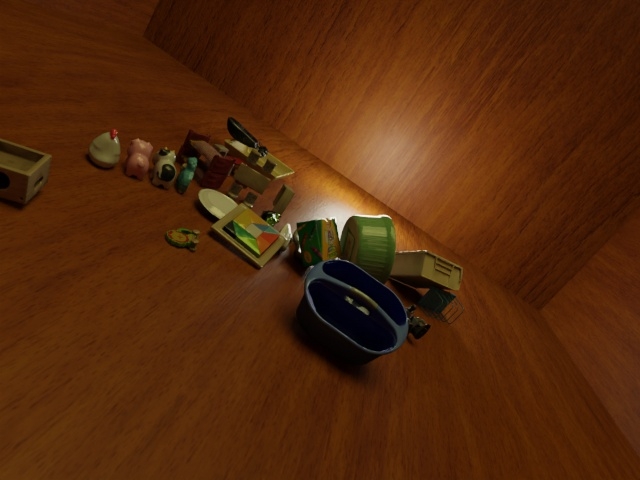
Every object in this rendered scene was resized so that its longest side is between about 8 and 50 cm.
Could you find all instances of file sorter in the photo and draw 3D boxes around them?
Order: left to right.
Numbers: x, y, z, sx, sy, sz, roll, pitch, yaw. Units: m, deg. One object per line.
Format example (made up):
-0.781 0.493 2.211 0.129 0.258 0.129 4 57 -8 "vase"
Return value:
0.569 0.308 2.063 0.170 0.118 0.104 22 25 -32 "file sorter"

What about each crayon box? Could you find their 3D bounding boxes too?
0.000 0.000 1.696 0.278 0.081 0.165 -17 98 -72 "crayon box"

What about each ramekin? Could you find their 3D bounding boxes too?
0.178 0.038 1.786 0.148 0.303 0.303 7 27 -14 "ramekin"

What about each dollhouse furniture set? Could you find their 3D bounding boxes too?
-0.415 -0.337 1.919 0.201 0.152 0.374 43 21 21 "dollhouse furniture set"
-0.239 -0.224 1.812 0.242 0.212 0.161 30 10 -14 "dollhouse furniture set"

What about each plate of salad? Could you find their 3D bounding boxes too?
-0.368 -0.119 1.634 0.200 0.048 0.199 34 21 -15 "plate of salad"

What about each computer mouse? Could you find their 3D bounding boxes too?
-0.398 -0.533 2.316 0.272 0.072 0.188 43 15 -15 "computer mouse"

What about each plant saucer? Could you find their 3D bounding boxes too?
-0.336 -0.420 2.363 0.333 0.081 0.333 37 19 3 "plant saucer"

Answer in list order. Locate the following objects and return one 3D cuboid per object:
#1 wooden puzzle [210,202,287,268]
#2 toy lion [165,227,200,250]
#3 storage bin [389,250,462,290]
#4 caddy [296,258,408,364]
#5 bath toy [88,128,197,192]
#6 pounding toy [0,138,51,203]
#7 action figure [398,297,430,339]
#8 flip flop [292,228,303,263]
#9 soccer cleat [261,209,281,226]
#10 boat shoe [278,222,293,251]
-0.242 -0.028 1.549 0.221 0.044 0.238 39 32 -1 "wooden puzzle"
-0.418 -0.009 1.328 0.096 0.034 0.100 19 23 -20 "toy lion"
0.497 0.151 2.109 0.261 0.123 0.262 23 -15 -29 "storage bin"
0.095 0.206 1.303 0.341 0.179 0.241 35 48 2 "caddy"
-0.608 -0.286 1.521 0.349 0.129 0.151 16 27 -42 "bath toy"
-0.775 -0.161 1.014 0.206 0.094 0.181 18 28 -17 "pounding toy"
0.319 0.278 1.757 0.186 0.099 0.285 20 20 -25 "action figure"
-0.054 0.011 1.796 0.112 0.080 0.277 30 20 -12 "flip flop"
-0.218 -0.091 1.820 0.073 0.060 0.179 25 13 4 "soccer cleat"
-0.140 -0.011 1.740 0.063 0.066 0.184 42 17 -11 "boat shoe"
